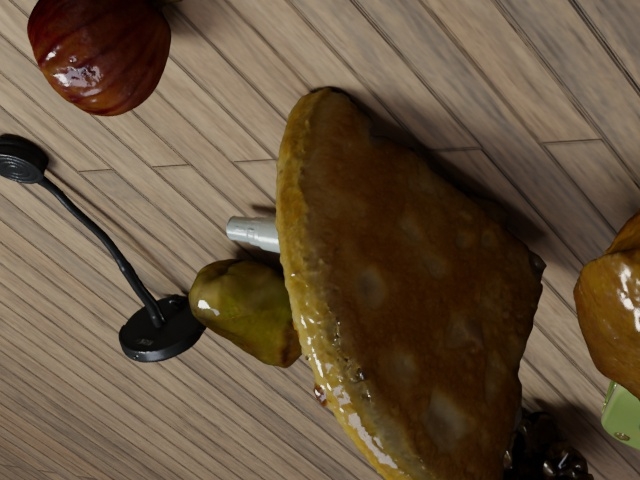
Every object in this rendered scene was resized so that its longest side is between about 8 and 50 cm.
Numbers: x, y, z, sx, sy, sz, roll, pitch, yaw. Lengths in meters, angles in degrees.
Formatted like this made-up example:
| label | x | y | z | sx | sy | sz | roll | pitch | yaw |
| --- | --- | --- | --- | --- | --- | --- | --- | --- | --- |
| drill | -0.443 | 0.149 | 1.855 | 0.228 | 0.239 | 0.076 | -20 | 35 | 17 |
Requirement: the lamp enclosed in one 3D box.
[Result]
| label | x | y | z | sx | sy | sz | roll | pitch | yaw |
| --- | --- | --- | --- | --- | --- | --- | --- | --- | --- |
| lamp | -0.266 | 0.027 | 1.804 | 0.130 | 0.109 | 0.371 | 4 | 150 | 30 |

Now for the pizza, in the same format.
| label | x | y | z | sx | sy | sz | roll | pitch | yaw |
| --- | --- | --- | --- | --- | --- | --- | --- | --- | --- |
| pizza | 0.080 | 0.051 | 1.385 | 0.114 | 0.277 | 0.409 | -18 | 99 | 48 |

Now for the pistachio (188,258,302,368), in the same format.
| label | x | y | z | sx | sy | sz | roll | pitch | yaw |
| --- | --- | --- | --- | --- | --- | --- | --- | --- | --- |
| pistachio | -0.079 | 0.074 | 1.759 | 0.110 | 0.100 | 0.189 | 31 | 177 | 44 |

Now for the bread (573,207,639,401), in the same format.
| label | x | y | z | sx | sy | sz | roll | pitch | yaw |
| --- | --- | --- | --- | --- | --- | --- | --- | --- | --- |
| bread | 0.366 | 0.069 | 1.268 | 0.312 | 0.172 | 0.312 | 22 | 154 | 12 |

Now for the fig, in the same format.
| label | x | y | z | sx | sy | sz | roll | pitch | yaw |
| --- | --- | --- | --- | --- | --- | --- | --- | --- | --- |
| fig | -0.185 | -0.178 | 1.307 | 0.128 | 0.128 | 0.150 | 26 | 128 | -6 |

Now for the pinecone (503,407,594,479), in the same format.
| label | x | y | z | sx | sy | sz | roll | pitch | yaw |
| --- | --- | --- | --- | --- | --- | --- | --- | --- | --- |
| pinecone | 0.209 | 0.304 | 1.834 | 0.243 | 0.243 | 0.257 | 28 | 113 | -12 |

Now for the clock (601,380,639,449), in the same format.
| label | x | y | z | sx | sy | sz | roll | pitch | yaw |
| --- | --- | --- | --- | --- | --- | --- | --- | --- | --- |
| clock | 0.413 | 0.185 | 1.583 | 0.232 | 0.069 | 0.170 | 18 | 155 | 8 |

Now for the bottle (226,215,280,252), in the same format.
| label | x | y | z | sx | sy | sz | roll | pitch | yaw |
| --- | --- | --- | --- | --- | --- | --- | --- | --- | --- |
| bottle | 0.000 | 0.000 | 1.575 | 0.217 | 0.060 | 0.060 | 10 | 153 | 27 |
